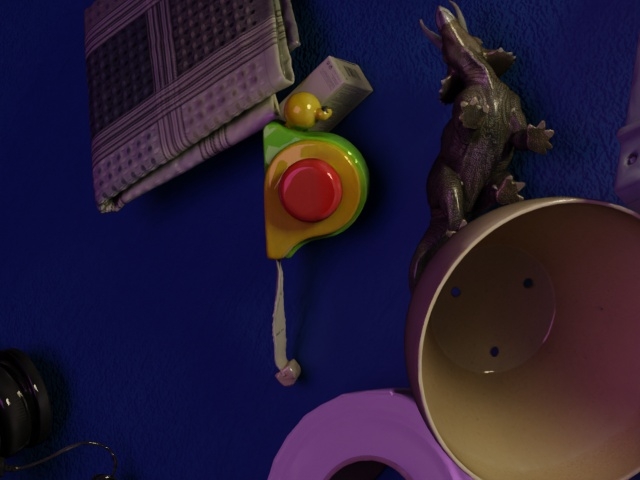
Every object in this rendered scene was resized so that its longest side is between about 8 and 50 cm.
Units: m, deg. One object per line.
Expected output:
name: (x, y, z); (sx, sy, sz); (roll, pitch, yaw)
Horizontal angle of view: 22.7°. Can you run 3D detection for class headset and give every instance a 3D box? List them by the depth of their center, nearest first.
headset: (-0.426, 0.258, 1.977); (0.394, 0.243, 0.185); (18, 122, 18)

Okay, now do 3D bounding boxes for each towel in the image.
towel: (-0.157, -0.226, 1.888); (0.324, 0.056, 0.312); (-30, 53, 32)

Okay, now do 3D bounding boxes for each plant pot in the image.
plant pot: (0.197, 0.086, 1.523); (0.191, 0.284, 0.284); (-148, 72, -71)

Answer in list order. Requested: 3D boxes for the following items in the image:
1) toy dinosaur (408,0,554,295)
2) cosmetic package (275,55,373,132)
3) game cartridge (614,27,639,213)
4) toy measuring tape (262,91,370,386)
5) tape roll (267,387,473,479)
toy dinosaur: (0.158, -0.081, 1.640); (0.121, 0.160, 0.313); (4, 103, -6)
cosmetic package: (-0.004, -0.152, 1.791); (0.115, 0.060, 0.041); (-41, 62, 25)
game cartridge: (0.374, -0.206, 1.391); (0.230, 0.068, 0.355); (-31, 34, 46)
toy measuring tape: (0.000, 0.000, 1.758); (0.121, 0.121, 0.330); (7, 105, 36)
tape roll: (0.077, 0.296, 1.667); (0.286, 0.100, 0.286); (-4, 83, 37)
